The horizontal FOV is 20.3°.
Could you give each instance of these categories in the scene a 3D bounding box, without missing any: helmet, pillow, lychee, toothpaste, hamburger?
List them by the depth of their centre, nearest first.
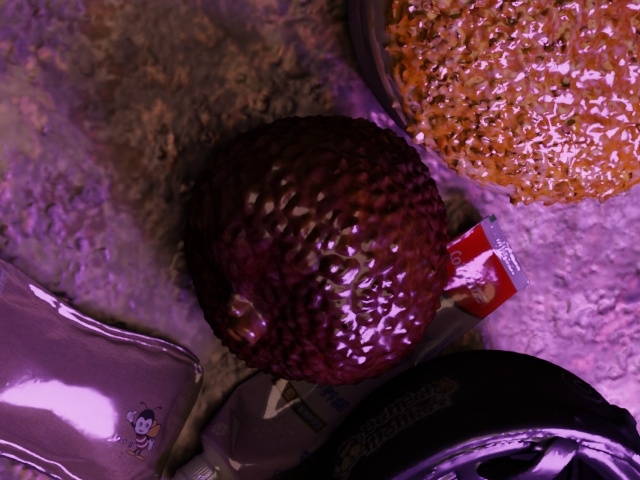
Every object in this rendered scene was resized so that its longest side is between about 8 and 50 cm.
[{"bbox_3d":[-0.002,0.006,1.195,0.194,0.194,0.194,-2,98,-15],"label":"lychee"},{"bbox_3d":[-0.182,0.101,1.211,0.217,0.033,0.130,30,81,-33],"label":"pillow"},{"bbox_3d":[0.154,-0.166,1.212,0.276,0.179,0.294,-30,104,-11],"label":"hamburger"},{"bbox_3d":[0.094,0.178,1.250,0.279,0.160,0.230,-30,128,16],"label":"helmet"},{"bbox_3d":[0.021,0.091,1.282,0.301,0.048,0.075,-37,101,-10],"label":"toothpaste"}]
